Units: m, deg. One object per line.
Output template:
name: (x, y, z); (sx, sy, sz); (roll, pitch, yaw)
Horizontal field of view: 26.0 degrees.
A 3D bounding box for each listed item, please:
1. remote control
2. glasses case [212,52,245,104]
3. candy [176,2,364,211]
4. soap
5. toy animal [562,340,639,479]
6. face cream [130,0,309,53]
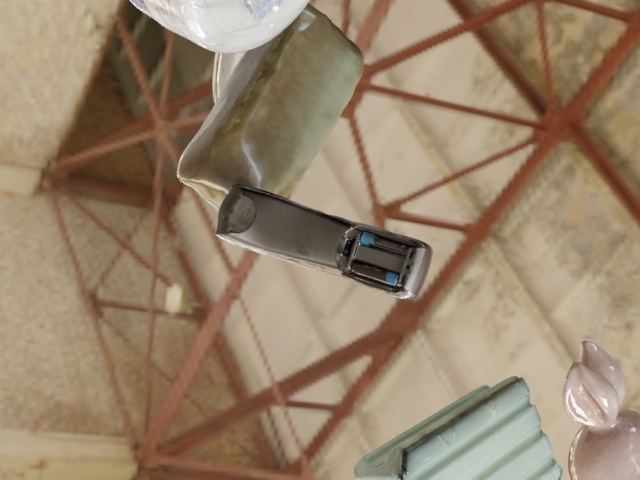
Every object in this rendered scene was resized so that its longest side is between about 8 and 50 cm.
remote control: (0.000, 0.000, 1.274); (0.212, 0.028, 0.059); (17, -91, 22)
glasses case: (-0.097, -0.263, 1.796); (0.092, 0.059, 0.233); (-116, -146, -49)
candy: (-0.049, -0.130, 1.420); (0.102, 0.104, 0.234); (-15, -138, 55)
soap: (0.170, 0.276, 1.660); (0.094, 0.261, 0.150); (-20, -87, 47)
toy animal: (0.277, 0.200, 1.266); (0.124, 0.124, 0.212); (41, -37, 55)
face cream: (-0.081, -0.279, 1.286); (0.111, 0.206, 0.206); (35, -66, 31)
